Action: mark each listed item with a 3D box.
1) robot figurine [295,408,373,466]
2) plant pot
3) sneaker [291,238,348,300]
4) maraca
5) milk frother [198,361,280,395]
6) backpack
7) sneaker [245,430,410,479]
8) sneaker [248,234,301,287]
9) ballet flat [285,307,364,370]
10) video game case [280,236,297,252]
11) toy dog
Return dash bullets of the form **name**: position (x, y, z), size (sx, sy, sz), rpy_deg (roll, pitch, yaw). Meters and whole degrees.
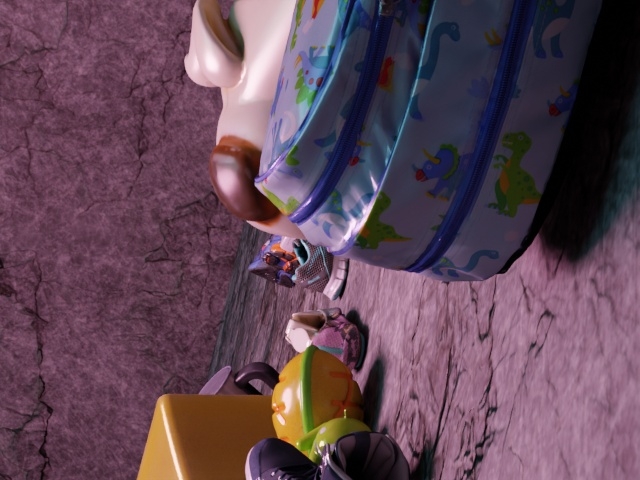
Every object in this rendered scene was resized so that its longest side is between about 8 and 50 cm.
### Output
- **robot figurine**: position (0.020, 0.230, 1.421), size (0.101, 0.067, 0.115), rpy_deg (51, 135, 44)
- **plant pot**: position (-0.106, 0.332, 1.737), size (0.212, 0.212, 0.187), rpy_deg (109, 156, -43)
- **sneaker**: position (0.000, 0.000, 1.888), size (0.065, 0.076, 0.166), rpy_deg (113, 167, -51)
- **maraca**: position (0.000, 0.205, 1.519), size (0.127, 0.099, 0.185), rpy_deg (-55, -41, -69)
- **milk frother**: position (-0.097, 0.232, 2.010), size (0.129, 0.135, 0.143), rpy_deg (-47, 12, 0)
- **backpack**: position (0.089, -0.149, 0.982), size (0.290, 0.273, 0.355), rpy_deg (-167, 77, -76)
- **sneaker**: position (0.006, 0.218, 1.294), size (0.226, 0.086, 0.163), rpy_deg (48, 137, 46)
- **sneaker**: position (-0.061, 0.021, 2.352), size (0.087, 0.083, 0.221), rpy_deg (-66, 9, -18)
- **ballet flat**: position (0.000, 0.119, 1.700), size (0.221, 0.079, 0.076), rpy_deg (-160, 82, -83)
- **video game case**: position (0.005, -0.119, 2.005), size (0.227, 0.026, 0.206), rpy_deg (-79, 15, -60)
- **toy dog**: position (0.010, -0.200, 1.611), size (0.395, 0.285, 0.407), rpy_deg (24, 102, 45)
